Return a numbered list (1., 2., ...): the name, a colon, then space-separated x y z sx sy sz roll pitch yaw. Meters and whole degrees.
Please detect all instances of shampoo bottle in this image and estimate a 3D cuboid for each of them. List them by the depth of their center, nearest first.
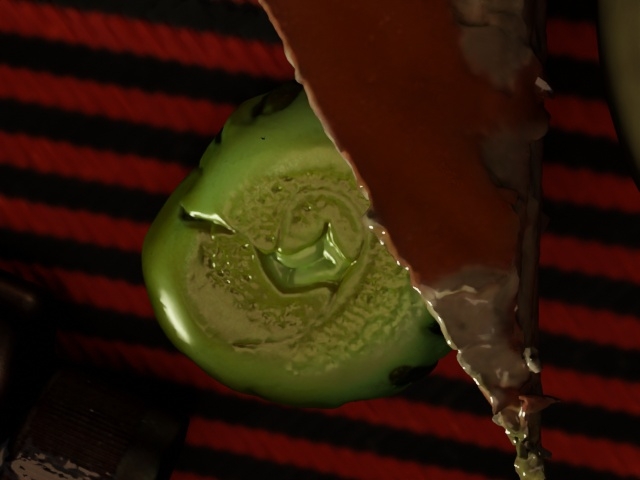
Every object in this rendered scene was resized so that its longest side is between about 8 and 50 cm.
1. shampoo bottle: -0.218 0.045 0.709 0.323 0.084 0.129 24 83 3

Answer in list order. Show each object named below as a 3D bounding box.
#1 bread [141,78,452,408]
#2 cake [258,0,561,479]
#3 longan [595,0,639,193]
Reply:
1. bread: 0.000 0.000 0.656 0.130 0.071 0.139 21 112 6
2. cake: 0.046 -0.059 0.561 0.135 0.098 0.287 -16 74 -5
3. longan: 0.187 -0.080 0.485 0.248 0.248 0.248 4 112 11
